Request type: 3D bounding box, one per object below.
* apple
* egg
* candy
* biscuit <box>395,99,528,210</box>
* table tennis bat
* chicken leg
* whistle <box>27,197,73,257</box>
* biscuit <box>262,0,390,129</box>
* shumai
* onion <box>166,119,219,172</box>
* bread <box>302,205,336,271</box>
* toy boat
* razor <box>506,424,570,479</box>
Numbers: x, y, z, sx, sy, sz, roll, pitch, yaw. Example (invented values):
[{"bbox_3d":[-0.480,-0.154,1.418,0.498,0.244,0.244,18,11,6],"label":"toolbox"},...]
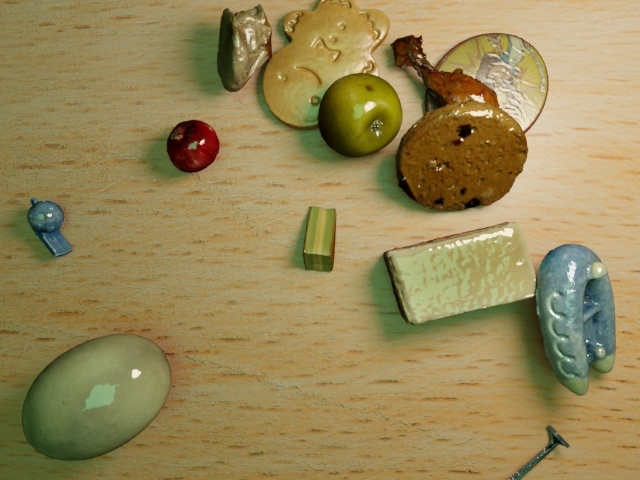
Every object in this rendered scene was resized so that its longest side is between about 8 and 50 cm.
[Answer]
[{"bbox_3d":[0.092,-0.283,1.218,0.196,0.157,0.196,-12,124,-19],"label":"apple"},{"bbox_3d":[-0.512,0.358,1.230,0.352,0.258,0.258,-30,88,9],"label":"egg"},{"bbox_3d":[0.320,0.074,1.230,0.320,0.135,0.180,-13,91,5],"label":"candy"},{"bbox_3d":[0.312,-0.186,1.198,0.295,0.075,0.296,-1,132,-1],"label":"biscuit"},{"bbox_3d":[0.354,-0.315,1.269,0.414,0.051,0.268,-42,85,1],"label":"table tennis bat"},{"bbox_3d":[0.274,-0.364,1.219,0.304,0.093,0.113,44,103,13],"label":"chicken leg"},{"bbox_3d":[-0.672,-0.044,1.326,0.090,0.090,0.158,-40,87,3],"label":"whistle"},{"bbox_3d":[0.005,-0.437,1.291,0.275,0.052,0.355,40,92,3],"label":"biscuit"},{"bbox_3d":[-0.176,-0.451,1.255,0.120,0.201,0.201,-5,90,-20],"label":"shumai"},{"bbox_3d":[-0.309,-0.226,1.281,0.131,0.131,0.131,0,90,4],"label":"onion"},{"bbox_3d":[0.000,-0.005,1.313,0.074,0.084,0.139,3,60,5],"label":"bread"},{"bbox_3d":[0.584,0.166,1.163,0.215,0.123,0.330,-16,97,-34],"label":"toy boat"},{"bbox_3d":[0.506,0.531,1.271,0.190,0.033,0.066,-47,42,6],"label":"razor"}]
